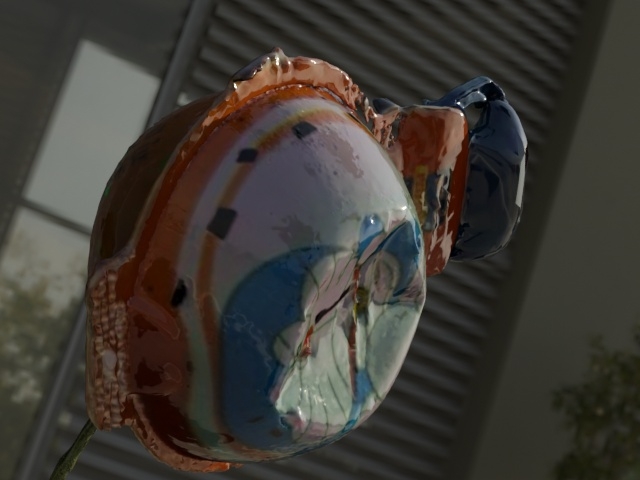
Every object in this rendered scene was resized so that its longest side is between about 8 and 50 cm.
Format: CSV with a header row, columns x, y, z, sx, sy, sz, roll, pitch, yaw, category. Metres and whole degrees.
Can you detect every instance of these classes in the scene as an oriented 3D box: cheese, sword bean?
x,y,z,sx,sy,sz,roll,pitch,yaw,category
0.000,0.000,0.818,0.129,0.217,0.329,21,28,33,cheese
-0.142,0.120,0.977,0.012,0.083,0.012,35,1,0,sword bean
